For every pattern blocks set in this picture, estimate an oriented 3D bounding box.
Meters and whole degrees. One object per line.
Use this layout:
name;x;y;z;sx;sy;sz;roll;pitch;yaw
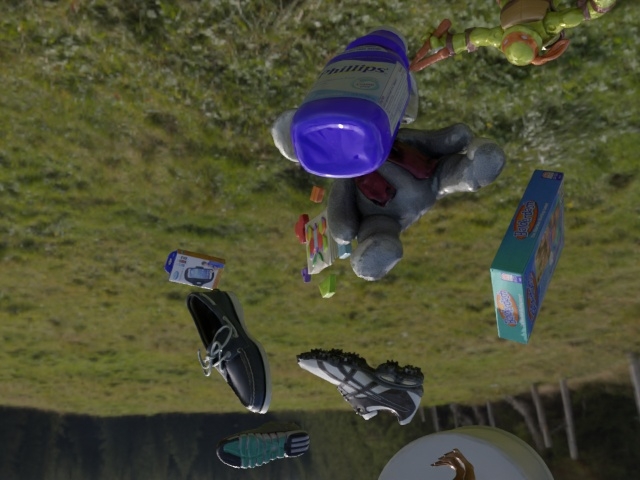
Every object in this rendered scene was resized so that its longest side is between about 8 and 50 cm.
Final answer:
pattern blocks set;0.000;0.000;1.615;0.026;0.285;0.325;0;153;-20

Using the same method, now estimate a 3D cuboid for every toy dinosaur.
toy dinosaur;0.196;0.328;0.839;0.212;0.112;0.064;0;143;-42

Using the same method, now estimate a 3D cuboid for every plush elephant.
plush elephant;0.078;-0.144;1.013;0.272;0.255;0.330;-40;-166;4

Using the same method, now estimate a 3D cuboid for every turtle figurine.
turtle figurine;0.241;-0.253;0.709;0.270;0.217;0.087;-11;129;36

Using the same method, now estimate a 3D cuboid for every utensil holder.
utensil holder;0.290;0.529;1.263;0.328;0.327;0.385;-11;162;19

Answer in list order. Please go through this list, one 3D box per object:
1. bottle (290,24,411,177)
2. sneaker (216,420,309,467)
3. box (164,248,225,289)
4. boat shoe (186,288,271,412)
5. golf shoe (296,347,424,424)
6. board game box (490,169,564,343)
bottle;0.054;-0.187;0.816;0.118;0.283;0.092;1;129;20
sneaker;-0.143;0.472;1.530;0.224;0.083;0.098;3;-168;-24
box;-0.309;0.070;1.588;0.136;0.028;0.081;13;116;-21
boat shoe;-0.146;0.165;1.015;0.079;0.254;0.095;7;126;-33
golf shoe;0.051;0.214;0.956;0.198;0.093;0.077;10;-177;23
board game box;0.314;0.022;0.968;0.047;0.210;0.160;12;141;30
